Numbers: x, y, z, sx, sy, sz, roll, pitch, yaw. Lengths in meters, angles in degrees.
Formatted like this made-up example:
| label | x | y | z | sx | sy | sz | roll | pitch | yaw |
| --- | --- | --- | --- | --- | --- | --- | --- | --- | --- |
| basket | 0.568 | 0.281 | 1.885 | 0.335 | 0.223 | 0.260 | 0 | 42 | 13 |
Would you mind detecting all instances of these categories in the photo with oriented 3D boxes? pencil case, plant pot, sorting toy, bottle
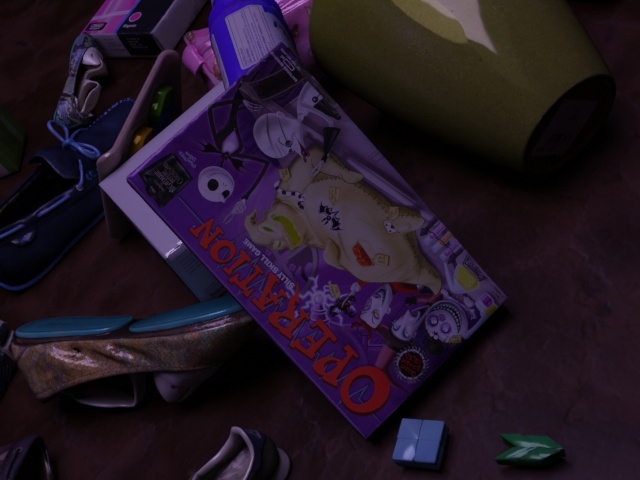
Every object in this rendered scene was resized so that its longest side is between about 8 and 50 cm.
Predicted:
| label | x | y | z | sx | sy | sz | roll | pitch | yaw |
| --- | --- | --- | --- | --- | --- | --- | --- | --- | --- |
| pencil case | 0.003 | -0.307 | 1.329 | 0.386 | 0.167 | 0.160 | -32 | 24 | 5 |
| plant pot | 0.182 | -0.212 | 1.106 | 0.275 | 0.275 | 0.293 | -39 | 60 | -6 |
| sorting toy | -0.233 | -0.126 | 1.316 | 0.038 | 0.193 | 0.208 | 20 | 58 | 6 |
| bottle | -0.073 | -0.215 | 1.122 | 0.092 | 0.118 | 0.283 | -26 | 43 | 6 |

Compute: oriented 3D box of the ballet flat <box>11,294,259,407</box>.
| label | x | y | z | sx | sy | sz | roll | pitch | yaw |
| --- | --- | --- | --- | --- | --- | --- | --- | --- | --- |
| ballet flat | -0.201 | 0.133 | 1.108 | 0.348 | 0.123 | 0.123 | -9 | 49 | 26 |

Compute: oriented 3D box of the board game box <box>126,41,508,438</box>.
| label | x | y | z | sx | sy | sz | roll | pitch | yaw |
| --- | --- | --- | --- | --- | --- | --- | --- | --- | --- |
| board game box | 0.000 | 0.000 | 0.967 | 0.208 | 0.347 | 0.056 | -43 | 6 | -5 |

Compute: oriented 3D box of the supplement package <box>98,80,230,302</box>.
| label | x | y | z | sx | sy | sz | roll | pitch | yaw |
| --- | --- | --- | --- | --- | --- | --- | --- | --- | --- |
| supplement package | -0.101 | -0.068 | 1.199 | 0.262 | 0.145 | 0.204 | -41 | 44 | -8 |

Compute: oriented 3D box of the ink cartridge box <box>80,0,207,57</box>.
| label | x | y | z | sx | sy | sz | roll | pitch | yaw |
| --- | --- | --- | --- | --- | --- | --- | --- | --- | --- |
| ink cartridge box | -0.255 | -0.468 | 1.711 | 0.175 | 0.069 | 0.371 | 7 | 54 | 35 |

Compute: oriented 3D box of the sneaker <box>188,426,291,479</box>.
| label | x | y | z | sx | sy | sz | roll | pitch | yaw |
| --- | --- | --- | --- | --- | --- | --- | --- | --- | --- |
| sneaker | -0.112 | 0.265 | 0.951 | 0.064 | 0.086 | 0.192 | 21 | 66 | 41 |

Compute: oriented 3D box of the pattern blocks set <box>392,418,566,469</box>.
| label | x | y | z | sx | sy | sz | roll | pitch | yaw |
| --- | --- | --- | --- | --- | --- | --- | --- | --- | --- |
| pattern blocks set | 0.108 | 0.306 | 0.827 | 0.285 | 0.026 | 0.325 | 8 | 57 | 35 |

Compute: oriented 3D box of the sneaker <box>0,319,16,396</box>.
| label | x | y | z | sx | sy | sz | roll | pitch | yaw |
| --- | --- | --- | --- | --- | --- | --- | --- | --- | --- |
| sneaker | -0.499 | 0.206 | 1.230 | 0.110 | 0.107 | 0.275 | 12 | 59 | 49 |

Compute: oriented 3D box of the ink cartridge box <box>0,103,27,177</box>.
| label | x | y | z | sx | sy | sz | roll | pitch | yaw |
| --- | --- | --- | --- | --- | --- | --- | --- | --- | --- |
| ink cartridge box | -0.642 | -0.161 | 1.572 | 0.255 | 0.189 | 0.097 | -18 | 46 | 16 |

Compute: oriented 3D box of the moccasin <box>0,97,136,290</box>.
| label | x | y | z | sx | sy | sz | roll | pitch | yaw |
| --- | --- | --- | --- | --- | --- | --- | --- | --- | --- |
| moccasin | -0.361 | -0.084 | 1.388 | 0.137 | 0.117 | 0.342 | 13 | 60 | 38 |

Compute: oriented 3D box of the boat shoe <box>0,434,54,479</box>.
| label | x | y | z | sx | sy | sz | roll | pitch | yaw |
| --- | --- | --- | --- | --- | --- | --- | --- | --- | --- |
| boat shoe | -0.314 | 0.315 | 1.020 | 0.092 | 0.103 | 0.285 | -37 | 37 | 4 |

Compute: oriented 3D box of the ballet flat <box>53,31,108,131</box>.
| label | x | y | z | sx | sy | sz | roll | pitch | yaw |
| --- | --- | --- | --- | --- | --- | --- | --- | --- | --- |
| ballet flat | -0.382 | -0.262 | 1.592 | 0.070 | 0.070 | 0.188 | -5 | 65 | 27 |
